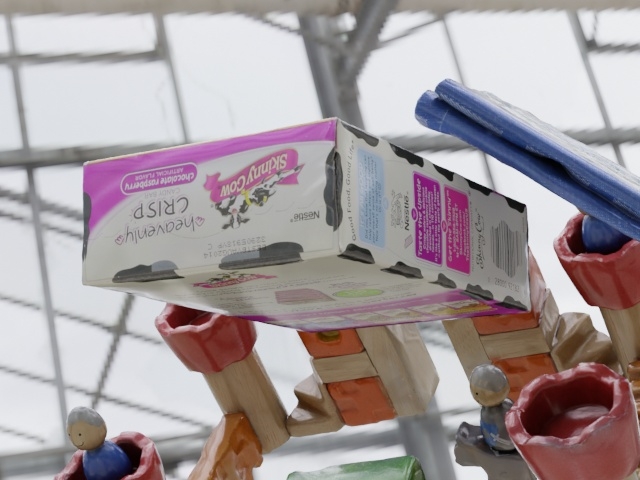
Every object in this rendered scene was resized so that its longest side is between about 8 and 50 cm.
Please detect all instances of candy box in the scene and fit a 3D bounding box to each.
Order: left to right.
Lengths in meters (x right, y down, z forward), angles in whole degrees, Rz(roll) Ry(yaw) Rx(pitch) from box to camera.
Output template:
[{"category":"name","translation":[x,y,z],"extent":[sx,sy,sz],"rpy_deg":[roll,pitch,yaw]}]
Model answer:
[{"category":"candy box","translation":[0.000,0.000,0.864],"extent":[0.159,0.071,0.233],"rpy_deg":[-7,-12,29]}]

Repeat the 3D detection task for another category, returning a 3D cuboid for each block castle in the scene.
[{"category":"block castle","translation":[0.047,0.116,1.195],"extent":[0.453,0.303,0.213],"rpy_deg":[-11,-61,26]}]

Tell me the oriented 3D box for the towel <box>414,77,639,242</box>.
[{"category":"towel","translation":[0.172,-0.032,0.957],"extent":[0.034,0.209,0.285],"rpy_deg":[-60,-12,9]}]
